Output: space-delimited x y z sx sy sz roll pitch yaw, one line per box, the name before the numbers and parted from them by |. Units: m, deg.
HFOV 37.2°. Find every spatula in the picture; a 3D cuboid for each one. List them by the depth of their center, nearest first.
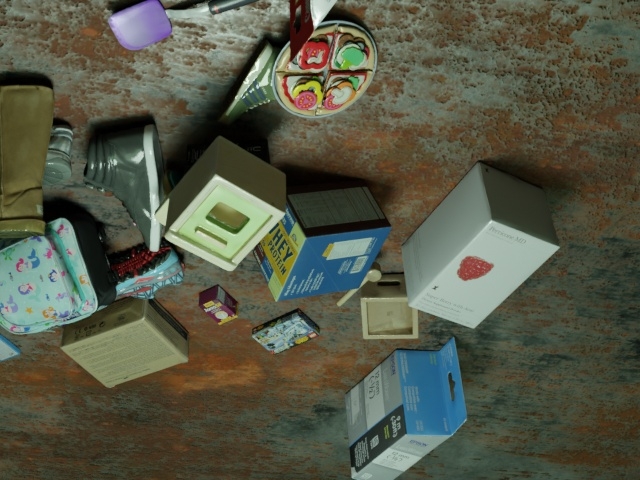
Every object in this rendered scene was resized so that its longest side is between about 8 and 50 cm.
spatula | -0.210 -0.392 1.619 0.296 0.030 0.084 -13 137 9

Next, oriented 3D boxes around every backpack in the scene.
backpack | -0.576 0.078 1.962 0.253 0.191 0.225 -16 96 22

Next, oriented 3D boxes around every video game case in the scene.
video game case | -0.828 0.264 2.296 0.166 0.015 0.119 -21 135 17

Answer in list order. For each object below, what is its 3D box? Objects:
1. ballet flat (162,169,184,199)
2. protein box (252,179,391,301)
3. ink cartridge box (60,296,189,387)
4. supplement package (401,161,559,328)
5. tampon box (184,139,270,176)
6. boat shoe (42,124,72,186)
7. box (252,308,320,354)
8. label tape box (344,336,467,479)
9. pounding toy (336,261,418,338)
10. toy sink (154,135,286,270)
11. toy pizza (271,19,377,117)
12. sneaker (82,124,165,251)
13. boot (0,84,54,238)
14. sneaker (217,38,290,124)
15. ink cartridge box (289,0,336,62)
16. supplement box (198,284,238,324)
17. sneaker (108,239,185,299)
ballet flat | -0.270 -0.054 1.936 0.073 0.080 0.232 -20 137 19
protein box | 0.000 0.000 1.928 0.201 0.136 0.200 -7 142 -30
ink cartridge box | -0.455 0.235 2.235 0.234 0.088 0.193 -20 136 16
supplement package | 0.324 0.015 1.981 0.177 0.175 0.293 20 132 -22
tampon box | -0.176 -0.115 1.850 0.160 0.120 0.101 -4 135 1
boat shoe | -0.625 -0.158 1.808 0.320 0.103 0.118 -5 157 10
box | -0.083 0.221 2.286 0.137 0.027 0.094 -25 131 22
label tape box | 0.203 0.411 2.344 0.115 0.249 0.348 20 132 -24
pounding toy | 0.128 0.117 2.148 0.181 0.094 0.206 -1 128 5
toy sink | -0.191 -0.045 1.741 0.152 0.131 0.234 30 124 -26
toy pizza | 0.011 -0.297 1.690 0.201 0.032 0.201 -14 136 -14
sneaker | -0.385 -0.101 1.874 0.146 0.105 0.296 0 131 -1
boot | -0.595 -0.138 1.701 0.236 0.270 0.089 -1 168 -6
sneaker | -0.110 -0.270 1.729 0.086 0.064 0.192 24 128 -20
ink cartridge box | -0.009 -0.418 1.493 0.056 0.181 0.224 24 132 -25
supplement box | -0.234 0.148 2.187 0.055 0.043 0.083 -24 133 23
sneaker | -0.415 0.099 2.081 0.261 0.104 0.125 -19 137 17
